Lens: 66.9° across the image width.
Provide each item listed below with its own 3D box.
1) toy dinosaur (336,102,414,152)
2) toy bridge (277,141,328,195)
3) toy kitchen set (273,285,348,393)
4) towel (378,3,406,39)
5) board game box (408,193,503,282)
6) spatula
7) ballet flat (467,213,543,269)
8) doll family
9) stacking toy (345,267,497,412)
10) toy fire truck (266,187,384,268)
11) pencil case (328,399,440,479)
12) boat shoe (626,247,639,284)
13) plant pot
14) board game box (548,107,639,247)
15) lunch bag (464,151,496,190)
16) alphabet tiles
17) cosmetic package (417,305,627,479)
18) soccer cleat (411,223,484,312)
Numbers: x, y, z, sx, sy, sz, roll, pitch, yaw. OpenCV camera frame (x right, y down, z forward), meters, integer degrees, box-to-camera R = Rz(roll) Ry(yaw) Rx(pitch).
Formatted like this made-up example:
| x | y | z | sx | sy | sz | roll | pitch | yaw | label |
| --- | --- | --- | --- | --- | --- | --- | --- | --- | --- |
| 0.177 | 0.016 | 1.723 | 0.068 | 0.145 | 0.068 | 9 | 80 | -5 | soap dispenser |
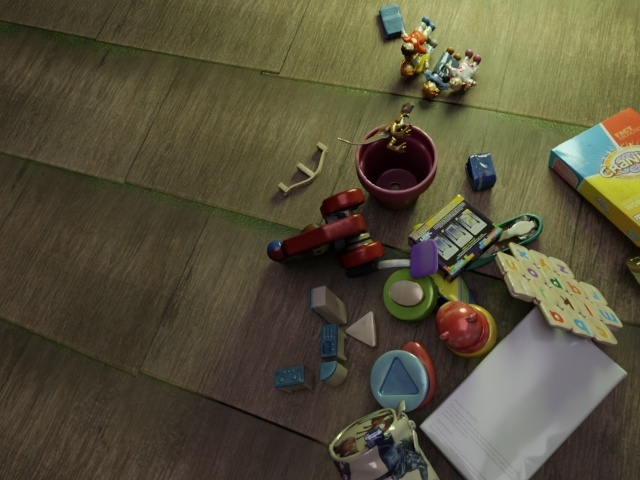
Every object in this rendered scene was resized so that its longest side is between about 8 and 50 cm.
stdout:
| x | y | z | sx | sy | sz | roll | pitch | yaw | label |
| --- | --- | --- | --- | --- | --- | --- | --- | --- | --- |
| 0.156 | -0.256 | 1.172 | 0.211 | 0.064 | 0.112 | -34 | 49 | -15 | toy dinosaur |
| -0.041 | -0.196 | 1.387 | 0.063 | 0.026 | 0.188 | 38 | 80 | 19 | toy bridge |
| -0.034 | 0.240 | 1.160 | 0.166 | 0.122 | 0.207 | -16 | 52 | 23 | toy kitchen set |
| 0.227 | -0.693 | 1.533 | 0.067 | 0.029 | 0.120 | -12 | 67 | 5 | towel |
| 0.317 | -0.007 | 1.146 | 0.170 | 0.048 | 0.141 | -38 | 63 | -11 | board game box |
| 0.163 | 0.058 | 1.162 | 0.296 | 0.030 | 0.084 | -13 | 65 | 45 | spatula |
| 0.435 | -0.005 | 1.199 | 0.247 | 0.087 | 0.083 | -24 | 67 | 0 | ballet flat |
| 0.328 | -0.505 | 1.414 | 0.263 | 0.118 | 0.163 | 36 | 71 | 2 | doll family |
| 0.193 | 0.207 | 1.080 | 0.309 | 0.130 | 0.279 | -49 | 59 | 8 | stacking toy |
| 0.000 | 0.000 | 1.166 | 0.253 | 0.302 | 0.170 | -20 | 88 | -2 | toy fire truck |
| 0.197 | 0.532 | 0.943 | 0.183 | 0.160 | 0.410 | -37 | 84 | 18 | pencil case |
| 0.840 | 0.017 | 1.125 | 0.302 | 0.109 | 0.098 | -35 | 103 | -17 | boat shoe |
| 0.197 | -0.171 | 1.253 | 0.201 | 0.180 | 0.202 | -3 | 68 | 9 | plant pot |
| 0.765 | -0.163 | 1.179 | 0.242 | 0.064 | 0.317 | -29 | 53 | -2 | board game box |
| 0.420 | -0.186 | 1.283 | 0.065 | 0.067 | 0.099 | -8 | 67 | 6 | lunch bag |
| 0.522 | 0.113 | 1.069 | 0.284 | 0.021 | 0.278 | 19 | 33 | -13 | alphabet tiles |
| 0.415 | 0.343 | 1.034 | 0.385 | 0.156 | 0.217 | -40 | 68 | -8 | cosmetic package |
| 0.284 | 0.087 | 1.179 | 0.121 | 0.093 | 0.289 | -18 | 68 | -18 | soccer cleat |
